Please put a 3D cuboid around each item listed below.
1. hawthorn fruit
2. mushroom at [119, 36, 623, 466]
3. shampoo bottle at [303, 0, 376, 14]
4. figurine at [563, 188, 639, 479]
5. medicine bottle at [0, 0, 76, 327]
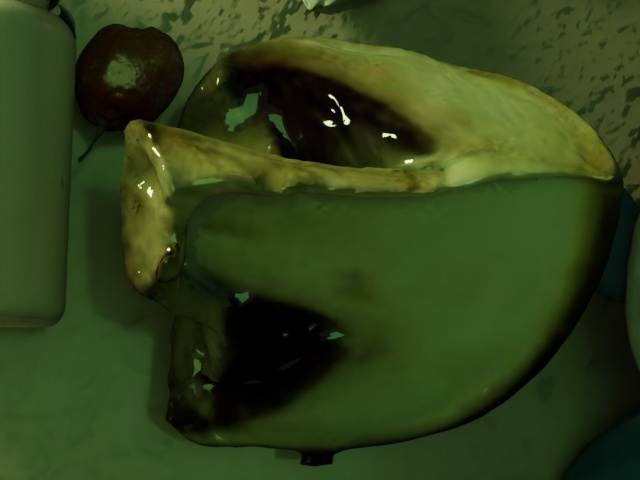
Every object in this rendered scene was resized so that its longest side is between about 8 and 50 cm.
[{"bbox_3d":[-0.125,-0.086,0.929,0.067,0.067,0.103,20,65,-11],"label":"hawthorn fruit"},{"bbox_3d":[0.004,0.006,0.935,0.292,0.212,0.217,-8,131,-25],"label":"mushroom"},{"bbox_3d":[-0.002,-0.258,0.988,0.072,0.049,0.212,-15,89,-19],"label":"shampoo bottle"},{"bbox_3d":[0.304,0.041,0.972,0.298,0.243,0.416,-20,110,-24],"label":"figurine"},{"bbox_3d":[-0.214,-0.078,0.872,0.143,0.143,0.258,3,85,-13],"label":"medicine bottle"}]
